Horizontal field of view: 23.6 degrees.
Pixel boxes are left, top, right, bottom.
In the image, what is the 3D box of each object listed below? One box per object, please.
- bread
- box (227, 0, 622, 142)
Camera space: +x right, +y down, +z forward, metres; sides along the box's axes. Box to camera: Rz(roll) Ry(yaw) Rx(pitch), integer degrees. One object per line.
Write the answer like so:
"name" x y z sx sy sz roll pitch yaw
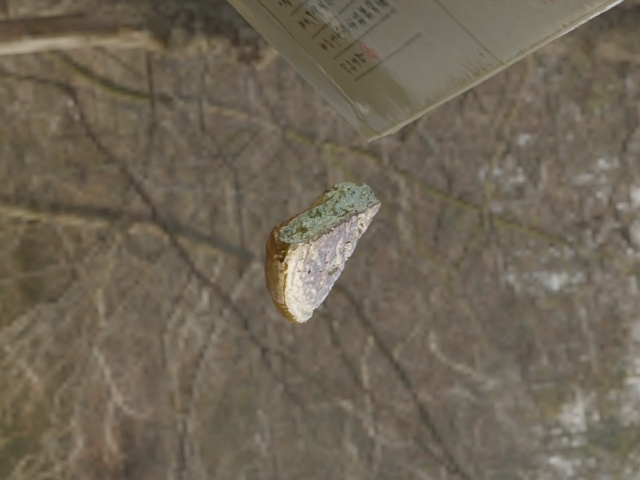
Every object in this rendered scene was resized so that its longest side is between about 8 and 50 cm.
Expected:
"bread" -0.012 0.022 1.433 0.054 0.154 0.136 33 -53 24
"box" 0.020 -0.161 0.763 0.204 0.051 0.365 44 -15 -7
